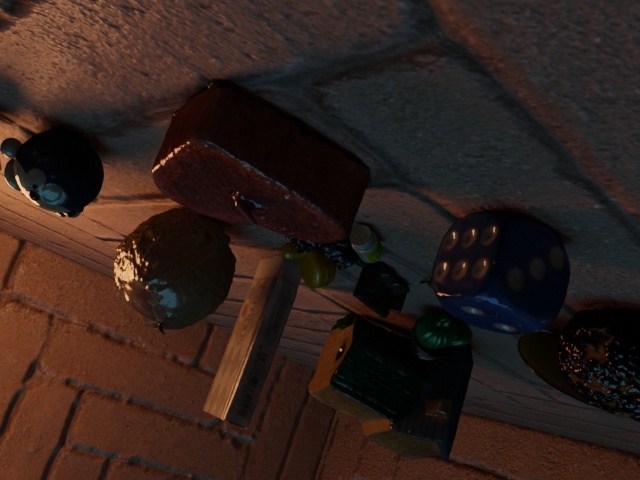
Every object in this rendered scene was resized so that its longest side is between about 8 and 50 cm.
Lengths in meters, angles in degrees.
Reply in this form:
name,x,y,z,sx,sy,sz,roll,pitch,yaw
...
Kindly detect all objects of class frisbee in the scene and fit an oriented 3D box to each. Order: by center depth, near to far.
name,x,y,z,sx,sy,sz,roll,pitch,yaw
frisbee,0.504,0.251,1.345,0.236,0.017,0.236,16,-157,-7

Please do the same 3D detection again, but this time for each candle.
name,x,y,z,sx,sy,sz,roll,pitch,yaw
candle,-0.100,-0.095,0.956,0.317,0.131,0.287,14,161,15

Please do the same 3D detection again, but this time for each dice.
name,x,y,z,sx,sy,sz,roll,pitch,yaw
dice,0.256,0.048,0.973,0.146,0.146,0.143,27,161,-24

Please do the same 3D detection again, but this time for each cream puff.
name,x,y,z,sx,sy,sz,roll,pitch,yaw
cream puff,0.532,0.219,1.180,0.239,0.164,0.239,20,166,5

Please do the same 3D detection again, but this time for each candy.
name,x,y,z,sx,sy,sz,roll,pitch,yaw
candy,0.219,0.085,1.358,0.035,0.035,0.123,26,171,-10

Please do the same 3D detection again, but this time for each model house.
name,x,y,z,sx,sy,sz,roll,pitch,yaw
model house,0.211,0.357,1.814,0.382,0.334,0.342,27,153,-10

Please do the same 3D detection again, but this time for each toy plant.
name,x,y,z,sx,sy,sz,roll,pitch,yaw
toy plant,0.285,0.225,1.614,0.143,0.105,0.200,11,153,-9

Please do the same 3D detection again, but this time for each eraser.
name,x,y,z,sx,sy,sz,roll,pitch,yaw
eraser,-0.155,0.232,1.602,0.082,0.396,0.213,26,164,-21

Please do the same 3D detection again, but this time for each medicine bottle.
name,x,y,z,sx,sy,sz,roll,pitch,yaw
medicine bottle,0.081,0.006,1.214,0.047,0.047,0.083,13,163,22

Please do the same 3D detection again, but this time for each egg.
name,x,y,z,sx,sy,sz,roll,pitch,yaw
egg,-0.314,0.061,1.485,0.279,0.279,0.310,25,162,-20

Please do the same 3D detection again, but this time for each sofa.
name,x,y,z,sx,sy,sz,roll,pitch,yaw
sofa,0.134,0.108,1.425,0.060,0.085,0.147,12,162,34

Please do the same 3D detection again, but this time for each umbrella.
name,x,y,z,sx,sy,sz,roll,pitch,yaw
umbrella,-0.002,0.002,1.259,0.224,0.071,0.080,24,176,-23

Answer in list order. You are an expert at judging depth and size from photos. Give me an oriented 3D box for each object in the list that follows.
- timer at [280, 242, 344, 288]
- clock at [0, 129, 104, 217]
name,x,y,z,sx,sy,sz,roll,pitch,yaw
timer,-0.021,0.043,1.341,0.109,0.107,0.107,-15,176,-22
clock,-0.510,-0.129,1.289,0.199,0.146,0.243,42,160,-27
